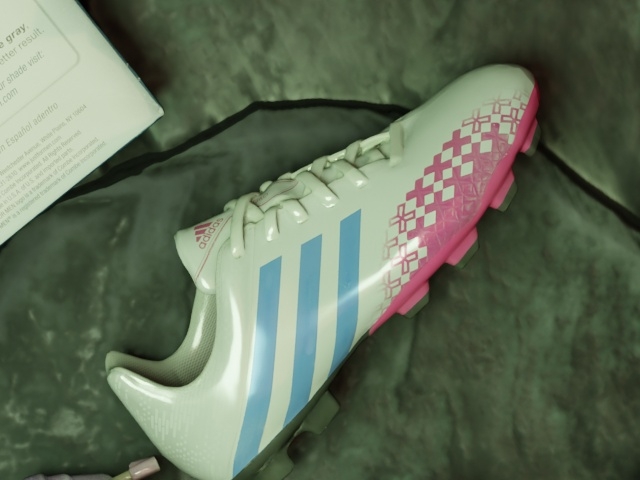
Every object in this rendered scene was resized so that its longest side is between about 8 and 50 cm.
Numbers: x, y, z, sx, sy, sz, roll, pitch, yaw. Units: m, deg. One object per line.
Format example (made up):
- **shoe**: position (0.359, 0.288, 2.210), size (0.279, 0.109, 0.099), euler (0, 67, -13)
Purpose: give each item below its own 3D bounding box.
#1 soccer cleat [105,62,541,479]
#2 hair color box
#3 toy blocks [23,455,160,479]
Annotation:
- **soccer cleat**: position (0.000, 0.000, 1.210), size (0.143, 0.116, 0.331), euler (39, 87, -12)
- **hair color box**: position (-0.268, -0.158, 1.148), size (0.174, 0.105, 0.347), euler (-39, 102, -6)
- **toy blocks**: position (-0.214, 0.185, 1.103), size (0.260, 0.288, 0.309), euler (-25, 97, -4)
